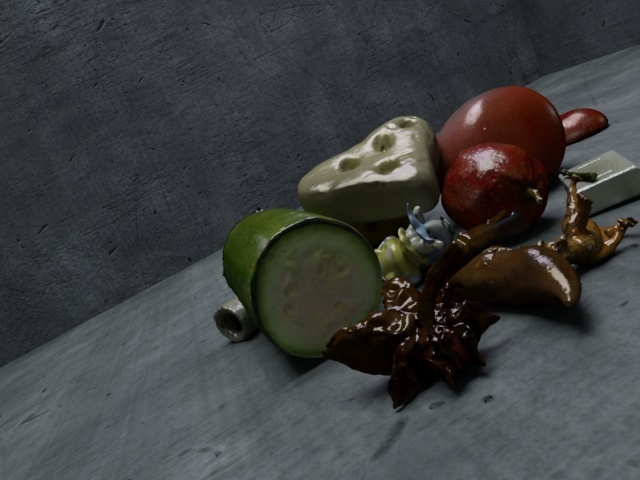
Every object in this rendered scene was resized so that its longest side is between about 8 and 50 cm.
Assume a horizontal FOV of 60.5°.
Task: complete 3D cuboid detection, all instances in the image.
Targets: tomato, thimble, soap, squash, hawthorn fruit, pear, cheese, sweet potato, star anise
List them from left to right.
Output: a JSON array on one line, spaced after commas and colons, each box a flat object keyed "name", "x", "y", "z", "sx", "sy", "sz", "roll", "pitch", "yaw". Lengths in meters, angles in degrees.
[{"name": "thimble", "x": -0.198, "y": 0.187, "z": 1.364, "sx": 0.115, "sy": 0.102, "sz": 0.090, "roll": 4, "pitch": 29, "yaw": 38}, {"name": "squash", "x": -0.057, "y": 0.065, "z": 1.152, "sx": 0.263, "sy": 0.263, "sz": 0.384, "roll": -29, "pitch": 14, "yaw": -13}, {"name": "cheese", "x": 0.114, "y": -0.167, "z": 1.307, "sx": 0.328, "sy": 0.130, "sz": 0.351, "roll": -9, "pitch": 35, "yaw": 18}, {"name": "pear", "x": 0.142, "y": -0.131, "z": 1.539, "sx": 0.284, "sy": 0.285, "sz": 0.336, "roll": -27, "pitch": 29, "yaw": 0}, {"name": "star anise", "x": 0.160, "y": 0.092, "z": 0.775, "sx": 0.346, "sy": 0.148, "sz": 0.237, "roll": -45, "pitch": 21, "yaw": 15}, {"name": "tomato", "x": 0.439, "y": -0.241, "z": 1.404, "sx": 0.341, "sy": 0.273, "sz": 0.341, "roll": -26, "pitch": 11, "yaw": 6}, {"name": "hawthorn fruit", "x": 0.370, "y": -0.100, "z": 1.123, "sx": 0.205, "sy": 0.205, "sz": 0.253, "roll": -30, "pitch": 21, "yaw": -19}, {"name": "sweet potato", "x": 0.288, "y": 0.054, "z": 0.851, "sx": 0.106, "sy": 0.095, "sz": 0.354, "roll": -33, "pitch": 11, "yaw": -17}, {"name": "tomato", "x": 0.769, "y": -0.355, "z": 1.667, "sx": 0.174, "sy": 0.082, "sz": 0.166, "roll": -24, "pitch": 10, "yaw": 26}, {"name": "soap", "x": 0.558, "y": -0.115, "z": 1.092, "sx": 0.121, "sy": 0.064, "sz": 0.183, "roll": -26, "pitch": 10, "yaw": 20}]

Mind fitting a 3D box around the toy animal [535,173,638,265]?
[{"name": "toy animal", "x": 0.438, "y": -0.025, "z": 0.919, "sx": 0.116, "sy": 0.114, "sz": 0.255, "roll": -58, "pitch": -10, "yaw": 26}]

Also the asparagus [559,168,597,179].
[{"name": "asparagus", "x": 0.504, "y": -0.129, "z": 1.077, "sx": 0.015, "sy": 0.018, "sz": 0.127, "roll": 1, "pitch": 10, "yaw": -3}]

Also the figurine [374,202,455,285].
[{"name": "figurine", "x": 0.192, "y": 0.014, "z": 1.127, "sx": 0.183, "sy": 0.128, "sz": 0.209, "roll": -28, "pitch": -29, "yaw": -6}]
